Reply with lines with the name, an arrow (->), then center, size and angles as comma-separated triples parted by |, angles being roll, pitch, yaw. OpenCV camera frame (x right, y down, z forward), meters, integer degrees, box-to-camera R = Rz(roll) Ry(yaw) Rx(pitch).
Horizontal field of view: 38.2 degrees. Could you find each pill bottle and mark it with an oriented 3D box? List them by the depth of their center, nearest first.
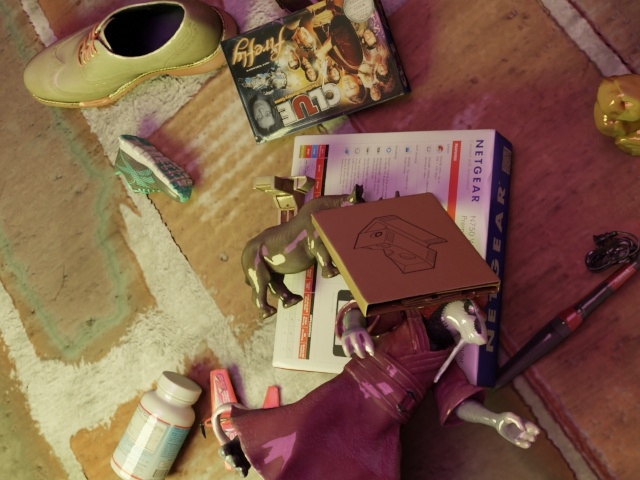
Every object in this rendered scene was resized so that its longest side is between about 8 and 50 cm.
pill bottle -> -0.241, 0.280, 1.379 | 0.087, 0.087, 0.160 | 29, 93, 25

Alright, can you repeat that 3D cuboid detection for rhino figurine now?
rhino figurine -> 0.000, 0.000, 1.220 | 0.243, 0.073, 0.106 | -32, 81, 12

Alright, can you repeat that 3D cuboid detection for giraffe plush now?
giraffe plush -> 0.450, -0.203, 1.119 | 0.210, 0.181, 0.171 | 11, 78, 17

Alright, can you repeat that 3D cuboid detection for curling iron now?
curling iron -> 0.312, 0.096, 1.196 | 0.274, 0.035, 0.068 | -52, 45, 13

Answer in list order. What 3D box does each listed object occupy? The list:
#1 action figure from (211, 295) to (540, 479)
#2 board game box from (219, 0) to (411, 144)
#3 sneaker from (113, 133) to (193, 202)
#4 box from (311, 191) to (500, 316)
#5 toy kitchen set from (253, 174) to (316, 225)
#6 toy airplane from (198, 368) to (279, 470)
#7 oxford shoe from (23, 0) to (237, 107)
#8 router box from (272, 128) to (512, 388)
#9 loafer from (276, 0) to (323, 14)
action figure -> 0.077, 0.190, 1.119 | 0.370, 0.275, 0.248 | -46, 101, -11
board game box -> -0.009, -0.255, 1.355 | 0.243, 0.042, 0.165 | -17, 99, 21
sneaker -> -0.270, -0.100, 1.479 | 0.166, 0.065, 0.076 | 40, 115, 27
box -> 0.095, 0.011, 1.100 | 0.164, 0.021, 0.201 | -9, 36, -15
toy kitchen set -> -0.041, -0.047, 1.252 | 0.068, 0.083, 0.075 | -3, 81, 28
toy airplane -> -0.114, 0.255, 1.359 | 0.151, 0.028, 0.151 | -3, 81, 23
oxford shoe -> -0.338, -0.315, 1.486 | 0.396, 0.146, 0.141 | -13, 79, 22
router box -> 0.095, 0.023, 1.263 | 0.301, 0.082, 0.336 | 2, 82, 28
loafer -> -0.035, -0.371, 1.399 | 0.220, 0.078, 0.080 | 43, 99, 24
